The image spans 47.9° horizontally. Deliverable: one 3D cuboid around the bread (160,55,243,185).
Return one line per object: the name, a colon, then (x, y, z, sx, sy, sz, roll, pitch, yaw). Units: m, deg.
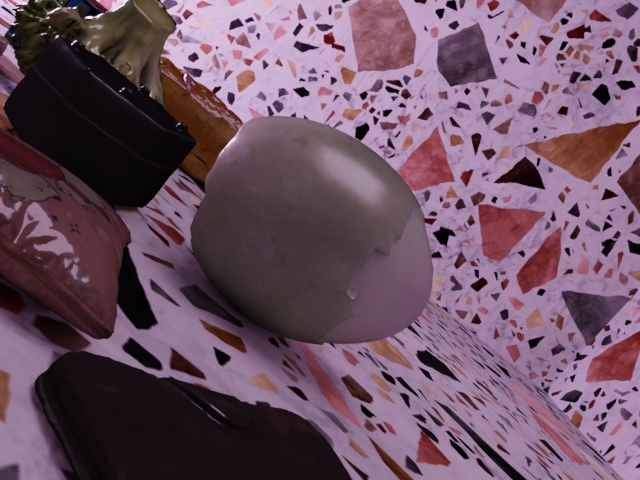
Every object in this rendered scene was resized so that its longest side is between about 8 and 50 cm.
bread: (-0.283, -0.252, 1.529, 0.294, 0.166, 0.132, 38, 7, -16)

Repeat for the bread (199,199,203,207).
bread: (-0.129, -0.071, 1.337, 0.129, 0.134, 0.260, 41, 7, -2)

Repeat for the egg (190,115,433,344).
egg: (0.000, 0.000, 0.953, 0.336, 0.278, 0.278, 32, 7, -1)

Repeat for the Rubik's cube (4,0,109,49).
Rubik's cube: (-0.498, -0.414, 1.442, 0.161, 0.162, 0.163, 39, 8, -10)

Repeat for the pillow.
pillow: (-0.259, -0.032, 0.604, 0.236, 0.084, 0.223, 41, 5, -19)

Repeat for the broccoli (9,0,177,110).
broccoli: (-0.329, -0.280, 1.149, 0.248, 0.245, 0.288, 52, 16, 20)

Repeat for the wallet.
wallet: (-0.063, 0.170, 0.546, 0.310, 0.042, 0.165, 32, 12, -47)

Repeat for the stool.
stool: (-0.294, -0.157, 0.974, 0.232, 0.141, 0.232, 39, 7, -5)

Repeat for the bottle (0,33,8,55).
bottle: (-0.548, -0.332, 1.143, 0.096, 0.045, 0.045, 35, 8, -41)
